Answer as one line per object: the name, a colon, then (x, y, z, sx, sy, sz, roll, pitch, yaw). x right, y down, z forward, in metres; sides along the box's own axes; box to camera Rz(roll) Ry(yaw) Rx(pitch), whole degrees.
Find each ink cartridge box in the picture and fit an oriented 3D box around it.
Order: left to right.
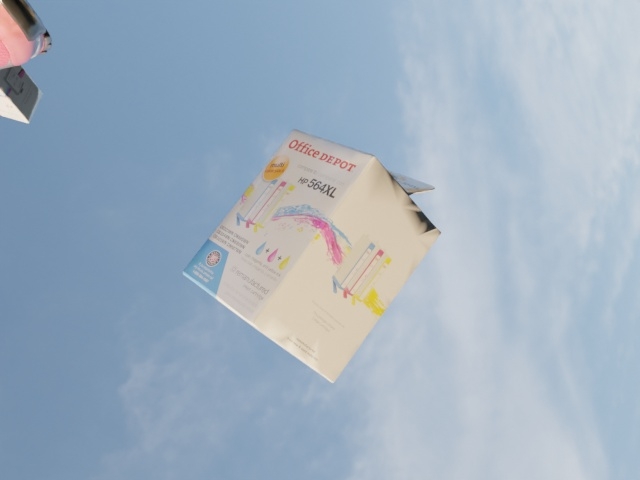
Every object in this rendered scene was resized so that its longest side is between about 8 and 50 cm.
ink cartridge box: (-0.564, -0.283, 1.243, 0.198, 0.115, 0.067, 79, -152, -69)
ink cartridge box: (0.000, 0.000, 0.494, 0.143, 0.092, 0.090, -54, -49, -8)

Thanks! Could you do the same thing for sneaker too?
sneaker: (-0.362, -0.177, 0.684, 0.136, 0.314, 0.116, -53, -52, -27)
